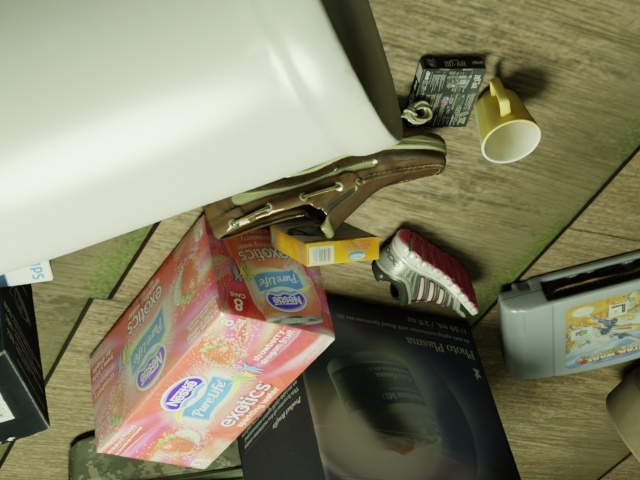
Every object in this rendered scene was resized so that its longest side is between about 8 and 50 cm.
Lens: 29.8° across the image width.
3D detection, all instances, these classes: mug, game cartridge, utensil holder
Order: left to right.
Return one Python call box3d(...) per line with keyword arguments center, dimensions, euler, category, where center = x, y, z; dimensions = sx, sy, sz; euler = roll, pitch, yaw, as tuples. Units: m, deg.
box3d(center=(-0.175, -0.158, 0.874), dimensions=(0.386, 0.327, 0.327), euler=(-20, 142, 12), category="utensil holder")
box3d(center=(0.190, -0.128, 1.230), dimensions=(0.062, 0.064, 0.078), euler=(4, 138, -22), category="mug")
box3d(center=(0.385, 0.096, 1.588), dimensions=(0.297, 0.062, 0.198), euler=(-15, 138, 1), category="game cartridge")

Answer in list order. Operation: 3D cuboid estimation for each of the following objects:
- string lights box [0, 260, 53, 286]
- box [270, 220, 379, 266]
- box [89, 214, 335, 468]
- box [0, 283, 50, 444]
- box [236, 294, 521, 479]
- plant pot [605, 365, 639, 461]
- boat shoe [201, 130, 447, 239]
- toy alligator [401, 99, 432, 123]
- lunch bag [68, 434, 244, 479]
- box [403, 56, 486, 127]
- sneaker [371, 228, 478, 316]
box3d(center=(-0.391, -0.015, 1.135), dimensions=(0.260, 0.133, 0.076), euler=(-9, 142, -7), category="string lights box")
box3d(center=(0.000, 0.000, 1.288), dimensions=(0.081, 0.136, 0.028), euler=(-6, 100, -19), category="box")
box3d(center=(-0.134, 0.124, 1.385), dimensions=(0.154, 0.142, 0.300), euler=(16, 133, -32), category="box")
box3d(center=(-0.354, 0.083, 1.211), dimensions=(0.108, 0.207, 0.153), euler=(-15, 142, -4), category="box")
box3d(center=(0.065, 0.241, 1.472), dimensions=(0.296, 0.294, 0.182), euler=(12, 136, -30), category="box")
box3d(center=(0.605, 0.226, 1.650), dimensions=(0.323, 0.323, 0.280), euler=(22, 114, -38), category="plant pot")
box3d(center=(0.006, -0.048, 1.232), dimensions=(0.258, 0.095, 0.095), euler=(-9, 171, 1), category="boat shoe")
box3d(center=(0.017, -0.131, 1.189), dimensions=(0.190, 0.056, 0.051), euler=(2, -177, -25), category="toy alligator")
box3d(center=(-0.183, 0.400, 1.627), dimensions=(0.305, 0.256, 0.212), euler=(-4, 142, -13), category="lunch bag")
box3d(center=(0.125, -0.149, 1.220), dimensions=(0.067, 0.018, 0.083), euler=(-3, 141, -14), category="box")
box3d(center=(0.123, 0.050, 1.439), dimensions=(0.075, 0.063, 0.170), euler=(-34, 133, 24), category="sneaker")
